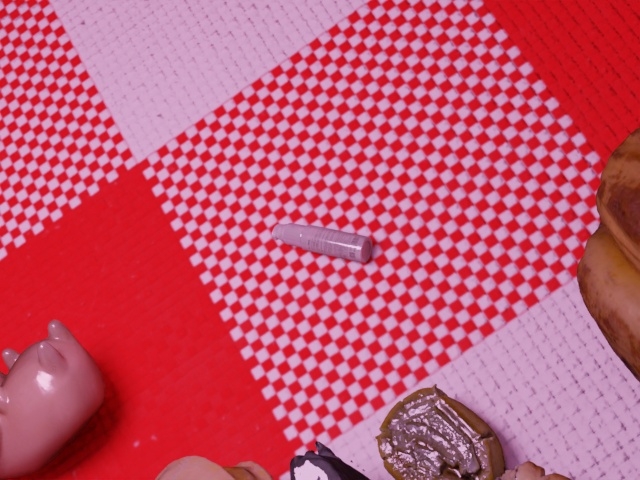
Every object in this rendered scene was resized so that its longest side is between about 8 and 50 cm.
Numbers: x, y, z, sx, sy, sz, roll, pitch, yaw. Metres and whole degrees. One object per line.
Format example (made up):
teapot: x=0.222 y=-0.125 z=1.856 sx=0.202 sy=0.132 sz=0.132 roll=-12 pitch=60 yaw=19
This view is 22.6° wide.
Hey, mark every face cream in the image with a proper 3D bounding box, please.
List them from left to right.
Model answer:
face cream: x=0.000 y=0.000 z=1.996 sx=0.130 sy=0.034 sz=0.034 roll=11 pitch=73 yaw=26

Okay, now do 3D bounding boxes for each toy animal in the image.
toy animal: x=-0.381 y=0.216 z=1.996 sx=0.250 sy=0.166 sz=0.154 roll=-28 pitch=103 yaw=16

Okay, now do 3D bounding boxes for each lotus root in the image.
lotus root: x=0.388 y=0.020 z=1.686 sx=0.316 sy=0.316 sz=0.250 roll=-49 pitch=43 yaw=-3

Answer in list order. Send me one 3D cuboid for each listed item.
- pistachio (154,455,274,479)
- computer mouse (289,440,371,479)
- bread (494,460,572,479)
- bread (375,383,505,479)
pistachio: x=-0.107 y=0.388 z=1.770 sx=0.238 sy=0.229 sz=0.321 roll=-49 pitch=43 yaw=28
computer mouse: x=0.068 y=0.371 z=1.718 sx=0.122 sy=0.188 sz=0.371 roll=-40 pitch=57 yaw=6
bread: x=0.254 y=0.314 z=1.718 sx=0.177 sy=0.084 sz=0.119 roll=21 pitch=80 yaw=19
bread: x=0.138 y=0.240 z=1.815 sx=0.156 sy=0.064 sz=0.117 roll=36 pitch=86 yaw=32
